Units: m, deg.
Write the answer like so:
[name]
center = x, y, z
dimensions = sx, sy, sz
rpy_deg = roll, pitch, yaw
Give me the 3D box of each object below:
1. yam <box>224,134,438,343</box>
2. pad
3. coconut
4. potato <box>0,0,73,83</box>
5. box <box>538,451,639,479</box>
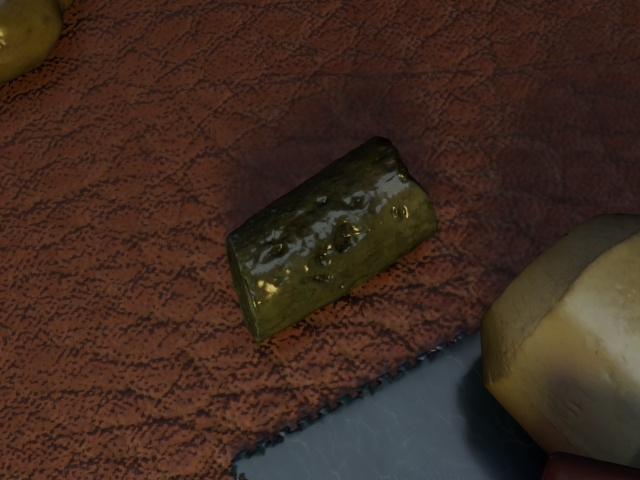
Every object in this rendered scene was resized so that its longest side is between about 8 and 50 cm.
[yam]
center = 0.000, 0.000, 0.981
dimensions = 0.194, 0.107, 0.107
rpy_deg = -33, 71, -11
[pad]
center = 0.096, 0.238, 0.930
dimensions = 0.269, 0.012, 0.269
rpy_deg = -28, 70, -11
[coconut]
center = 0.253, 0.100, 0.873
dimensions = 0.241, 0.241, 0.241
rpy_deg = 0, 67, 1
[potato]
center = -0.383, -0.236, 1.067
dimensions = 0.296, 0.141, 0.191
rpy_deg = -4, 65, 2
[box]
center = 0.210, 0.267, 0.762
dimensions = 0.168, 0.294, 0.193
rpy_deg = 16, 64, 13
